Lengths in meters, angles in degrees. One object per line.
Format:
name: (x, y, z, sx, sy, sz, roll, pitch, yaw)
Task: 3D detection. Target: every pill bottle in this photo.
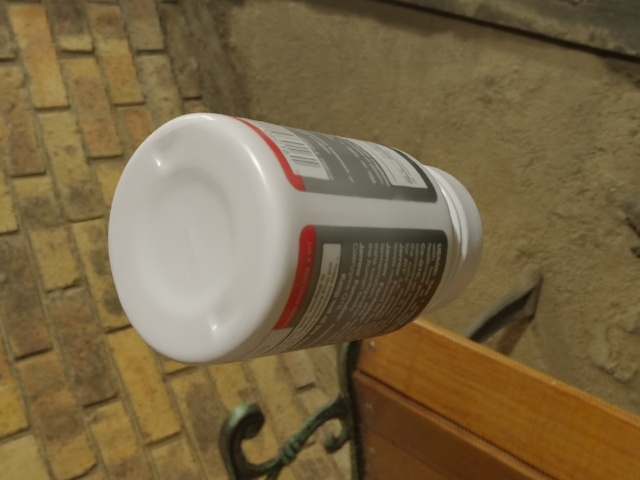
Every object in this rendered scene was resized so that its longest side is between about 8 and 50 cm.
pill bottle: (0.000, 0.000, 0.583, 0.161, 0.283, 0.161, -1, 89, 38)
